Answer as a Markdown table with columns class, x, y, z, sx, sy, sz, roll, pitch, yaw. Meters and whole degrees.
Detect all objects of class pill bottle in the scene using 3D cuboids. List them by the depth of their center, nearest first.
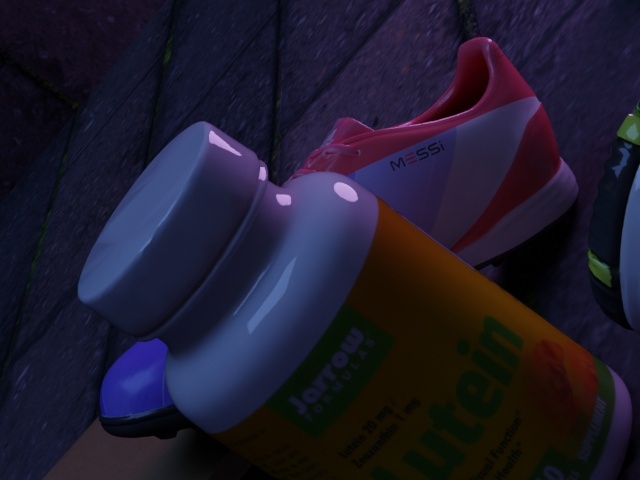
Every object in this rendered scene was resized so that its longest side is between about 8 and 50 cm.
| class | x | y | z | sx | sy | sz | roll | pitch | yaw |
| --- | --- | --- | --- | --- | --- | --- | --- | --- | --- |
| pill bottle | 0.014 | 0.054 | 0.909 | 0.136 | 0.246 | 0.136 | -48 | 18 | 21 |

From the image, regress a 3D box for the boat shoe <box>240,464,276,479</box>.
| class | x | y | z | sx | sy | sz | roll | pitch | yaw |
| --- | --- | --- | --- | --- | --- | --- | --- | --- | --- |
| boat shoe | -0.086 | 0.218 | 1.064 | 0.130 | 0.132 | 0.355 | -32 | 28 | 49 |

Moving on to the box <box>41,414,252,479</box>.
| class | x | y | z | sx | sy | sz | roll | pitch | yaw |
| --- | --- | --- | --- | --- | --- | --- | --- | --- | --- |
| box | -0.123 | 0.157 | 1.072 | 0.164 | 0.021 | 0.201 | -3 | 38 | 53 |

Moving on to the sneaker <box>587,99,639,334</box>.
| class | x | y | z | sx | sy | sz | roll | pitch | yaw |
| --- | --- | --- | --- | --- | --- | --- | --- | --- | --- |
| sneaker | 0.271 | -0.080 | 0.727 | 0.147 | 0.145 | 0.384 | 34 | 73 | 32 |

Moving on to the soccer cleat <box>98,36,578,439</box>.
| class | x | y | z | sx | sy | sz | roll | pitch | yaw |
| --- | --- | --- | --- | --- | --- | --- | --- | --- | --- |
| soccer cleat | 0.000 | 0.000 | 1.072 | 0.318 | 0.116 | 0.108 | -30 | 16 | -23 |
